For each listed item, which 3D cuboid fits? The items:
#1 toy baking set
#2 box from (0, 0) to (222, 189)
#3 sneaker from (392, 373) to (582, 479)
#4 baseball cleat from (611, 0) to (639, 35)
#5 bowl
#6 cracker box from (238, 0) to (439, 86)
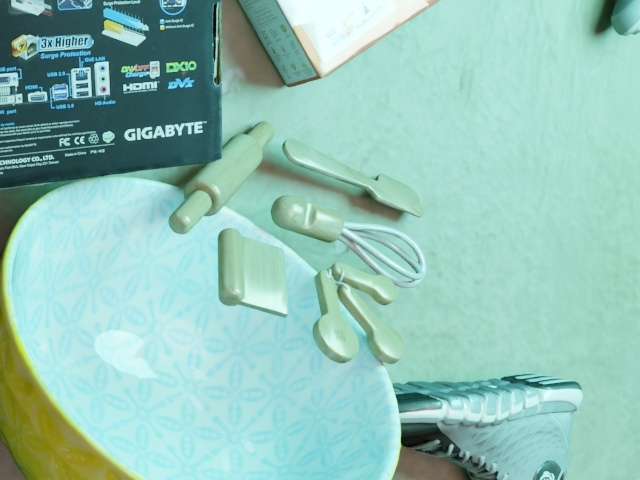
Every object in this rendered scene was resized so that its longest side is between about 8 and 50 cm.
[{"bbox_3d":[-0.006,-0.004,0.823,0.197,0.030,0.256,40,35,-10],"label":"toy baking set"},{"bbox_3d":[-0.201,-0.174,0.621,0.295,0.073,0.293,-10,114,-25],"label":"box"},{"bbox_3d":[0.126,0.185,0.914,0.228,0.086,0.132,0,93,-28],"label":"sneaker"},{"bbox_3d":[0.299,-0.287,1.016,0.109,0.072,0.206,36,70,-9],"label":"baseball cleat"},{"bbox_3d":[-0.107,0.111,0.734,0.289,0.289,0.156,25,122,-25],"label":"bowl"},{"bbox_3d":[-0.012,-0.258,0.847,0.155,0.067,0.232,-36,107,-23],"label":"cracker box"}]
